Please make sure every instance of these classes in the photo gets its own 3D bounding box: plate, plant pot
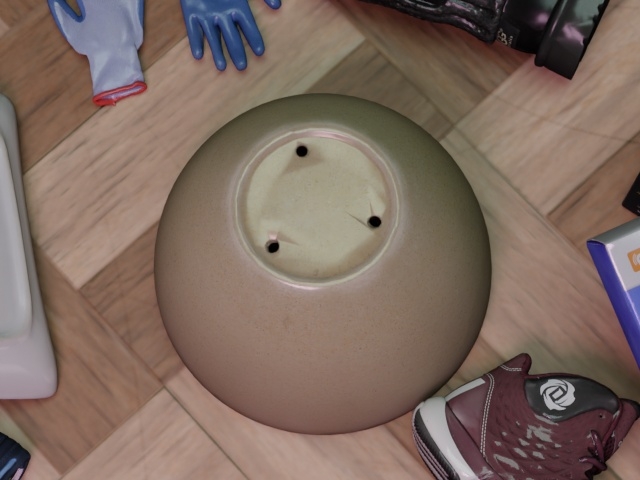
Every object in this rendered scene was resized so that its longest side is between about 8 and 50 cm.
[{"bbox_3d":[-0.335,-0.010,1.397,0.277,0.045,0.278,3,68,-42],"label":"plate"},{"bbox_3d":[0.000,0.000,1.398,0.284,0.191,0.284,0,75,1],"label":"plant pot"}]

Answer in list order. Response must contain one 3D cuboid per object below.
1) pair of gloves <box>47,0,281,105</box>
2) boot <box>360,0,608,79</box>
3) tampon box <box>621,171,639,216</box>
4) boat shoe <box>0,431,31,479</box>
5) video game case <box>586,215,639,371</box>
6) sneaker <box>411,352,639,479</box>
[{"bbox_3d":[-0.137,-0.208,1.547,0.198,0.023,0.159,-15,76,-2],"label":"pair of gloves"},{"bbox_3d":[0.162,-0.330,1.515,0.260,0.131,0.348,24,77,8],"label":"boot"},{"bbox_3d":[0.329,-0.056,1.418,0.120,0.161,0.101,35,78,9],"label":"tampon box"},{"bbox_3d":[-0.301,0.266,1.378,0.089,0.109,0.258,17,78,3],"label":"boat shoe"},{"bbox_3d":[0.361,0.074,1.295,0.244,0.061,0.269,-24,94,-3],"label":"video game case"},{"bbox_3d":[0.210,0.204,1.381,0.162,0.106,0.281,-34,76,-11],"label":"sneaker"}]
